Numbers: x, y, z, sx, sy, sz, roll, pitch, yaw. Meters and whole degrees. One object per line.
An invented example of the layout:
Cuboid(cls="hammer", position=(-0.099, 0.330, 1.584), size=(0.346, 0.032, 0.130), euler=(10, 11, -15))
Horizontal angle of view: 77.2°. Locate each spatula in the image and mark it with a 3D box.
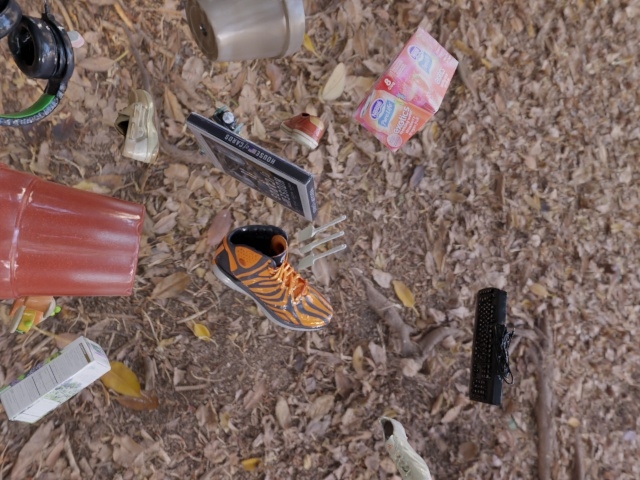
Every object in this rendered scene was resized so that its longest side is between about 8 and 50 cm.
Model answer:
Cuboid(cls="spatula", position=(0.000, 0.000, 1.470), size=(0.019, 0.242, 0.168), euler=(29, 51, -36))

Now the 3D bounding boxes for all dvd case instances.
Cuboid(cls="dvd case", position=(-0.115, -0.127, 0.733), size=(0.238, 0.179, 0.030), euler=(30, 78, 10))

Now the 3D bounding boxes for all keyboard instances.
Cuboid(cls="keyboard", position=(0.273, 0.168, 0.664), size=(0.038, 0.100, 0.192), euler=(15, 72, -14))

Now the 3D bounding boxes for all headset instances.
Cuboid(cls="headset", position=(-0.648, -0.439, 0.829), size=(0.394, 0.185, 0.243), euler=(-69, 156, -2))

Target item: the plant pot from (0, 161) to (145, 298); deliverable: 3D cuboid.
Cuboid(cls="plant pot", position=(-0.515, 0.002, 0.822), size=(0.264, 0.272, 0.273), euler=(9, 81, -25))

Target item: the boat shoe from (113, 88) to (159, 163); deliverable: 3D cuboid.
Cuboid(cls="boat shoe", position=(-0.609, -0.392, 1.310), size=(0.110, 0.122, 0.341), euler=(3, 45, -36))

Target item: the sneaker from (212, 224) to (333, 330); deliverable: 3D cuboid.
Cuboid(cls="sneaker", position=(-0.086, 0.085, 0.901), size=(0.321, 0.180, 0.125), euler=(30, 48, -10))

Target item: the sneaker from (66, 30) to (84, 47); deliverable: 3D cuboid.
Cuboid(cls="sneaker", position=(-0.935, -0.728, 1.467), size=(0.134, 0.070, 0.051), euler=(-11, 100, -5))

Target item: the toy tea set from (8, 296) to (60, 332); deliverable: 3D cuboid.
Cuboid(cls="toy tea set", position=(-0.908, 0.205, 1.308), size=(0.124, 0.336, 0.200), euler=(26, 84, -38))

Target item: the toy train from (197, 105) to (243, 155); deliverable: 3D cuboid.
Cuboid(cls="toy train", position=(-0.464, -0.476, 1.792), size=(0.142, 0.334, 0.190), euler=(46, 74, -15))

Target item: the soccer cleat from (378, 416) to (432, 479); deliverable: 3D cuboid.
Cuboid(cls="soccer cleat", position=(0.191, 0.501, 0.943), size=(0.076, 0.196, 0.068), euler=(38, 98, -24))

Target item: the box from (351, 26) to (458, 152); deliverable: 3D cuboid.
Cuboid(cls="box", position=(0.217, -0.380, 0.995), size=(0.142, 0.154, 0.300), euler=(38, 50, -9))

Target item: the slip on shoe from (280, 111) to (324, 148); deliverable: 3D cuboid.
Cuboid(cls="slip on shoe", position=(-0.060, -0.394, 1.410), size=(0.123, 0.331, 0.101), euler=(31, 97, -22))

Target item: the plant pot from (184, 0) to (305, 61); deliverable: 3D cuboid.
Cuboid(cls="plant pot", position=(-0.256, -0.707, 1.266), size=(0.280, 0.323, 0.323), euler=(-34, 102, -22))

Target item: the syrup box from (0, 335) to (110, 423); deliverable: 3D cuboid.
Cuboid(cls="syrup box", position=(-0.721, 0.380, 1.100), size=(0.236, 0.093, 0.096), euler=(-37, 65, -17))
